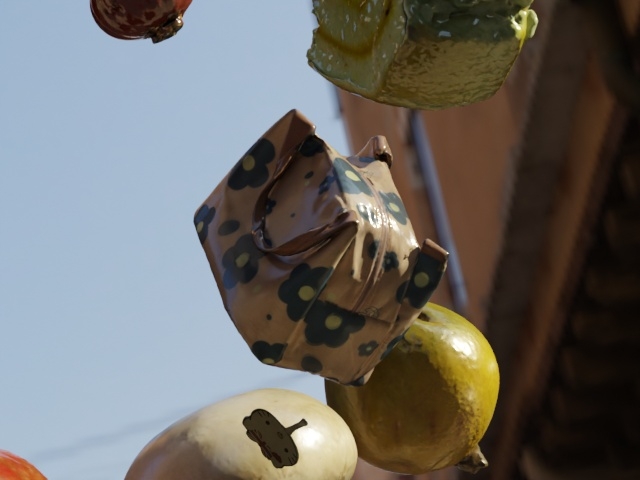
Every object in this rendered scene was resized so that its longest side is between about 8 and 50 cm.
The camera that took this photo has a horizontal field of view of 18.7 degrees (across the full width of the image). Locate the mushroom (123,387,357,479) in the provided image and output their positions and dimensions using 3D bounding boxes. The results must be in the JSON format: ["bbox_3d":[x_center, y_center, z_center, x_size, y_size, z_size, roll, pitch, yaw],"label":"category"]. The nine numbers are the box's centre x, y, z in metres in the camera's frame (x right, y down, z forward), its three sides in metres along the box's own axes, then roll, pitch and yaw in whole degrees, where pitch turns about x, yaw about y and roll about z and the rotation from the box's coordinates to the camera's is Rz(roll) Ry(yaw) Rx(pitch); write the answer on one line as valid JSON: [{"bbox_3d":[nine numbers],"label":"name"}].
[{"bbox_3d":[-0.069,0.231,1.729,0.226,0.178,0.226,-28,-4,-2],"label":"mushroom"}]

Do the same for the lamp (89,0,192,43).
[{"bbox_3d":[-0.159,-0.221,1.736,0.101,0.090,0.101,-28,-3,-1],"label":"lamp"}]

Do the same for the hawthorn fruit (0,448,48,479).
[{"bbox_3d":[-0.314,0.275,1.567,0.258,0.258,0.262,-7,-26,-12],"label":"hawthorn fruit"}]

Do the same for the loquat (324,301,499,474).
[{"bbox_3d":[0.121,0.193,2.357,0.213,0.213,0.246,-26,-67,30],"label":"loquat"}]

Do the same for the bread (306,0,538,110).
[{"bbox_3d":[0.084,-0.188,1.494,0.124,0.186,0.257,11,14,-21],"label":"bread"}]

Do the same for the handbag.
[{"bbox_3d":[0.000,0.000,2.029,0.190,0.251,0.193,19,-58,-37],"label":"handbag"}]

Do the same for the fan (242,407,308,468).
[{"bbox_3d":[-0.032,0.156,1.566,0.004,0.056,0.083,-36,0,-37],"label":"fan"}]
